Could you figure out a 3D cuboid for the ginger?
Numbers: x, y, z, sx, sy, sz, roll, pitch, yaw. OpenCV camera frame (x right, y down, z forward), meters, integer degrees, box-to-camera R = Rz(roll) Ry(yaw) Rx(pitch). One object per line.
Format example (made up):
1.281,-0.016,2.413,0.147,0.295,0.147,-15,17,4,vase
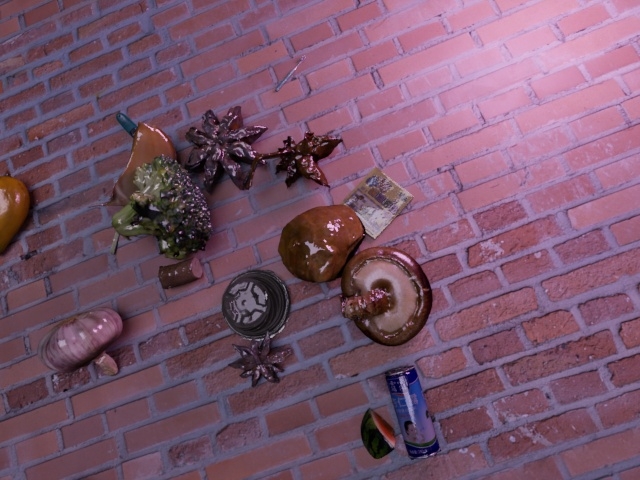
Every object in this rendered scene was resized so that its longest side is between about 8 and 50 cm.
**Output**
-0.003,-0.002,1.220,0.201,0.223,0.269,28,91,25,ginger

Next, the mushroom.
0.185,0.165,1.189,0.279,0.163,0.296,-18,84,-8,mushroom

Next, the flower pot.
-0.215,0.198,1.254,0.236,0.140,0.235,-1,80,6,flower pot

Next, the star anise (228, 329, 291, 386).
-0.180,0.374,1.230,0.195,0.065,0.182,-22,108,-4,star anise

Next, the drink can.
0.262,0.487,1.153,0.097,0.097,0.234,-16,77,5,drink can

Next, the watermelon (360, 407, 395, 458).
0.174,0.555,1.172,0.095,0.125,0.135,-3,57,-22,watermelon

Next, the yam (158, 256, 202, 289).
-0.466,0.109,1.337,0.127,0.084,0.084,-16,78,8,yam

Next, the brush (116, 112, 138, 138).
-0.702,-0.415,1.492,0.193,0.032,0.043,44,89,12,brush

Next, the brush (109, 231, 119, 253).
-0.728,0.010,1.427,0.017,0.013,0.083,4,73,4,brush

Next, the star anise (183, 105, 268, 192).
-0.332,-0.318,1.377,0.333,0.117,0.330,-1,85,9,star anise

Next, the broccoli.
-0.504,-0.098,1.253,0.281,0.293,0.347,-28,83,-2,broccoli

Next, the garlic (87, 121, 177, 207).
-0.628,-0.232,1.369,0.151,0.196,0.338,28,87,29,garlic

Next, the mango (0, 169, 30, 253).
-1.159,-0.099,1.464,0.177,0.119,0.316,16,91,8,mango

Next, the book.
0.177,-0.124,1.319,0.168,0.013,0.192,42,88,14,book

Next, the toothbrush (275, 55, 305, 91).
-0.107,-0.601,1.448,0.011,0.014,0.167,39,87,4,toothbrush

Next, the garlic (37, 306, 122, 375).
-0.732,0.347,1.284,0.245,0.245,0.253,-25,109,3,garlic

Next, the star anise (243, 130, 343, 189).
-0.091,-0.248,1.313,0.347,0.148,0.237,-23,73,-10,star anise
